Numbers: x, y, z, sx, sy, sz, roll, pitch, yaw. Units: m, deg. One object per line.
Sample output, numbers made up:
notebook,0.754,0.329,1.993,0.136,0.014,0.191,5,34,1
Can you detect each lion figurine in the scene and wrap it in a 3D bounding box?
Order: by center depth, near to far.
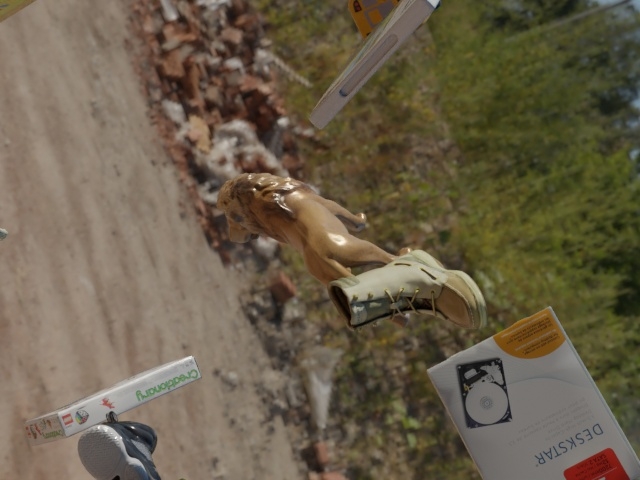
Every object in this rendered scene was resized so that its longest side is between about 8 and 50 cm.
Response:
lion figurine,0.000,0.000,1.666,0.240,0.142,0.392,23,4,-33

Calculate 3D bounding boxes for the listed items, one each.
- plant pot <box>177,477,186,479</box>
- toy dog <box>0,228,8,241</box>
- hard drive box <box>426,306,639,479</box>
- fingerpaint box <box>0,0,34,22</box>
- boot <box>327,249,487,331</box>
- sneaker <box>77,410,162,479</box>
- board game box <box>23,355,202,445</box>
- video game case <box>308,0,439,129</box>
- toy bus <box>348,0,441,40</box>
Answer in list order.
plant pot,-0.203,0.459,1.233,0.207,0.228,0.227,-21,61,-45
toy dog,-0.799,0.120,1.887,0.395,0.284,0.408,29,74,-67
hard drive box,0.268,0.230,1.323,0.232,0.181,0.089,62,1,18
fingerpaint box,-0.622,-0.342,1.345,0.444,0.371,0.163,-18,95,-41
boot,0.119,0.087,1.469,0.213,0.165,0.077,36,-43,57
sneaker,-0.308,0.415,1.832,0.269,0.101,0.153,56,12,-7
board game box,-0.407,0.314,2.062,0.305,0.193,0.053,-21,89,-36
video game case,0.083,-0.250,1.266,0.026,0.206,0.227,40,33,-9
toy bus,0.150,-0.478,1.942,0.108,0.130,0.333,59,25,-23
